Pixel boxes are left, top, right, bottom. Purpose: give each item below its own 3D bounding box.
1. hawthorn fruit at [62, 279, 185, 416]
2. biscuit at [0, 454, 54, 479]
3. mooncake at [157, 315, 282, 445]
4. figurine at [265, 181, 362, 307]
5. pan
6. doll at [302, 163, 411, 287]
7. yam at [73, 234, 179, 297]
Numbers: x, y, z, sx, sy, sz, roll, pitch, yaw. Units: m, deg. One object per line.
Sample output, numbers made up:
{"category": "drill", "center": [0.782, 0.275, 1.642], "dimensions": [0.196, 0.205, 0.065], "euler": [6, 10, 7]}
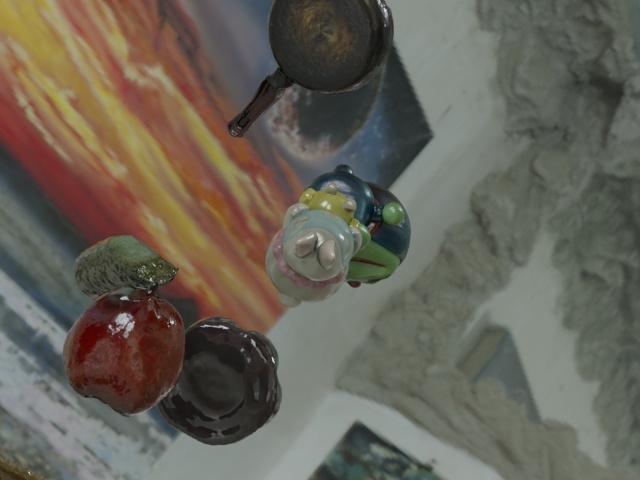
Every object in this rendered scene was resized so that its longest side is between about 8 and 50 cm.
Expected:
{"category": "hawthorn fruit", "center": [-0.284, 0.150, 1.617], "dimensions": [0.185, 0.202, 0.185], "euler": [21, 10, -4]}
{"category": "biscuit", "center": [-0.631, 0.532, 2.178], "dimensions": [0.325, 0.217, 0.044], "euler": [30, 23, -10]}
{"category": "mooncake", "center": [-0.185, 0.259, 2.009], "dimensions": [0.245, 0.245, 0.133], "euler": [40, 1, 5]}
{"category": "figurine", "center": [0.000, 0.000, 1.535], "dimensions": [0.127, 0.155, 0.235], "euler": [38, -20, 2]}
{"category": "pan", "center": [-0.026, -0.157, 0.968], "dimensions": [0.212, 0.040, 0.115], "euler": [-40, -95, 34]}
{"category": "doll", "center": [0.058, -0.026, 1.935], "dimensions": [0.199, 0.186, 0.322], "euler": [8, -17, 12]}
{"category": "yam", "center": [-0.328, 0.041, 1.809], "dimensions": [0.106, 0.106, 0.259], "euler": [47, -30, -19]}
